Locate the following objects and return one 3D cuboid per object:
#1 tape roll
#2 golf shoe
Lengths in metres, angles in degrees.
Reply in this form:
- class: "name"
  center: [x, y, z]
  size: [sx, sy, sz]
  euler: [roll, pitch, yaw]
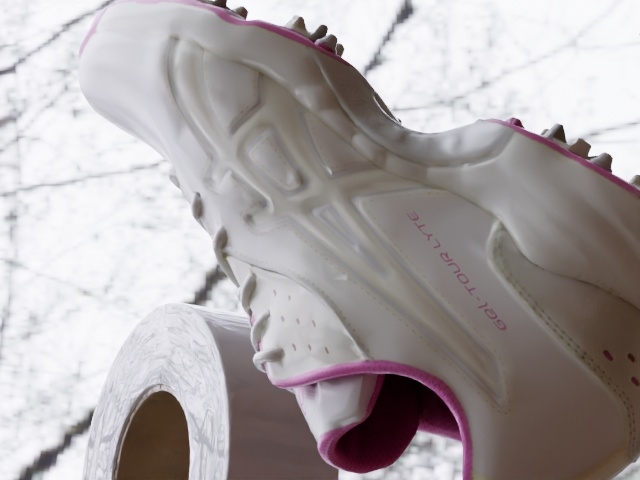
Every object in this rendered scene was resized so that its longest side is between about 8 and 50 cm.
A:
- class: "tape roll"
  center: [-0.097, 0.197, 1.378]
  size: [0.100, 0.286, 0.286]
  euler: [11, -98, -29]
- class: "golf shoe"
  center: [0.000, 0.000, 0.641]
  size: [0.140, 0.306, 0.115]
  euler: [-59, -36, -6]
